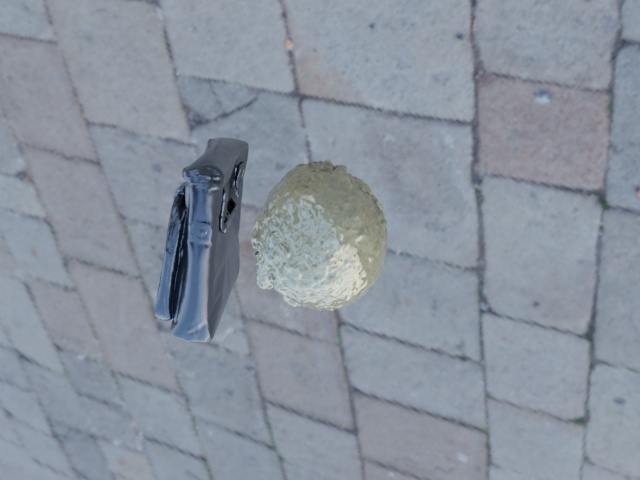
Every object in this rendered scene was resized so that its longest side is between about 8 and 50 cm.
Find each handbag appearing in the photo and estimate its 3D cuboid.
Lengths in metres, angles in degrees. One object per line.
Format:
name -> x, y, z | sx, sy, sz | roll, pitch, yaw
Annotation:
handbag -> -0.154, -0.012, 1.311 | 0.088, 0.275, 0.244 | 9, 106, 2

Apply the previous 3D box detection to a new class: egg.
egg -> 0.000, 0.000, 0.842 | 0.118, 0.116, 0.140 | -4, 122, 9
